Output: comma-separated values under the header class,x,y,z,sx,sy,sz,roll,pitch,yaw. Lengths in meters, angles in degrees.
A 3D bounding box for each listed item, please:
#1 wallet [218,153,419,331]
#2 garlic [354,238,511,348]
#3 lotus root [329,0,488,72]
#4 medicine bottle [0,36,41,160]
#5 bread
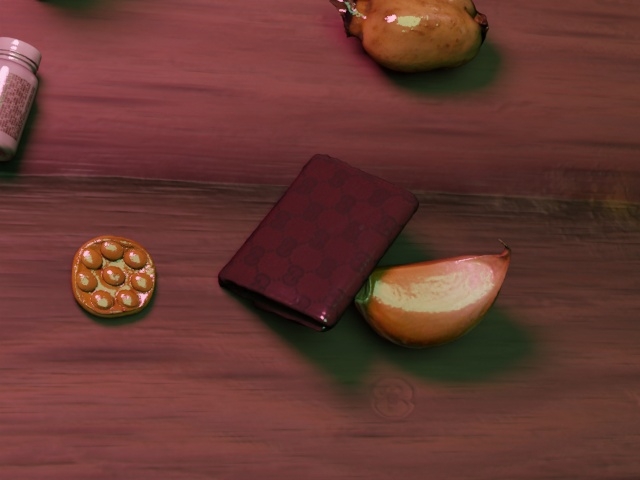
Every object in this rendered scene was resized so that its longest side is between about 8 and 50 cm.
class,x,y,z,sx,sy,sz,roll,pitch,yaw
wallet,0.000,0.000,1.759,0.182,0.049,0.229,23,64,30
garlic,0.149,0.066,1.785,0.207,0.115,0.128,-16,105,3
lotus root,0.117,-0.291,1.868,0.221,0.118,0.125,2,44,-14
medicine bottle,-0.393,-0.175,1.700,0.079,0.079,0.140,19,72,-12
bread,-0.257,0.045,1.717,0.110,0.024,0.110,4,77,-16
